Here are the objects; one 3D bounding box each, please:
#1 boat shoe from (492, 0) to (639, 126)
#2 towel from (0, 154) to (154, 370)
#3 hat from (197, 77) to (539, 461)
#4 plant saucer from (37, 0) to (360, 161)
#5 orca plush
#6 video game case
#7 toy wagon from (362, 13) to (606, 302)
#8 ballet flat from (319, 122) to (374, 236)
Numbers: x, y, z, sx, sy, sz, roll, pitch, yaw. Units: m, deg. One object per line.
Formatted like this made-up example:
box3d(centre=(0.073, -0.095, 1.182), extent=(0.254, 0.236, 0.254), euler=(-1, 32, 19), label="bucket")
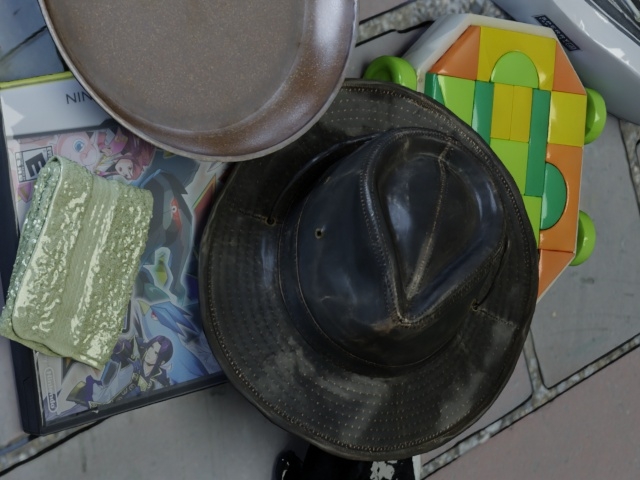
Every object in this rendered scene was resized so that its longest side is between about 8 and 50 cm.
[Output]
box3d(centre=(0.259, -0.217, 1.865), extent=(0.301, 0.108, 0.102), euler=(38, 71, -27), label="boat shoe")
box3d(centre=(-0.185, 0.018, 1.511), extent=(0.110, 0.027, 0.148), euler=(22, 80, -39), label="towel")
box3d(centre=(0.068, 0.011, 1.596), extent=(0.331, 0.134, 0.331), euler=(6, 75, -24), label="hat")
box3d(centre=(-0.104, -0.211, 1.567), extent=(0.310, 0.050, 0.311), euler=(8, 76, -36), label="plant saucer")
box3d(centre=(0.057, 0.179, 1.668), extent=(0.151, 0.102, 0.287), euler=(31, 83, 0), label="orca plush")
box3d(centre=(-0.144, -0.006, 1.583), extent=(0.248, 0.035, 0.275), euler=(-14, 101, -38), label="video game case")
box3d(centre=(0.150, -0.028, 1.803), extent=(0.267, 0.068, 0.344), euler=(4, 90, -39), label="toy wagon")
box3d(centre=(0.000, 0.000, 1.687), extent=(0.079, 0.077, 0.222), euler=(9, 82, -21), label="ballet flat")
